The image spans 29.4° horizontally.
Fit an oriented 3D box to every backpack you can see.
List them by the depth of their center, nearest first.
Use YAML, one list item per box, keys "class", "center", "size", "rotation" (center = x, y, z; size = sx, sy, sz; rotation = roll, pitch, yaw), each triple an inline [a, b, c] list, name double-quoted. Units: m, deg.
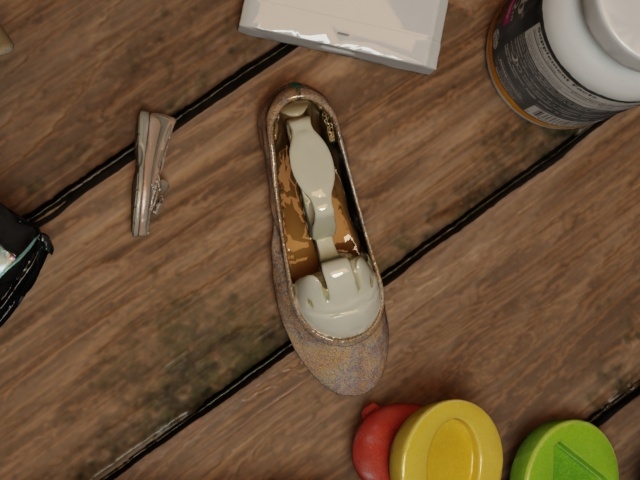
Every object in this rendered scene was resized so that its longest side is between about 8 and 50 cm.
- class: "backpack"
  center: [-0.348, 0.041, 1.091]
  size: [0.144, 0.166, 0.188]
  rotation: [34, 82, -8]

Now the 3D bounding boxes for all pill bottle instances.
- class: "pill bottle"
  center: [0.267, -0.199, 1.138]
  size: [0.162, 0.278, 0.162]
  rotation: [1, 86, -9]

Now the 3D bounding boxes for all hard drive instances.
- class: "hard drive"
  center: [0.045, -0.340, 1.235]
  size: [0.203, 0.040, 0.307]
  rotation: [12, 86, -8]

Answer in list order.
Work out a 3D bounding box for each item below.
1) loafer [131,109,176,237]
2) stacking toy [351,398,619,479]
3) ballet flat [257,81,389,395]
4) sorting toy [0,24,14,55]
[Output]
- class: "loafer"
  center: [-0.162, -0.064, 1.188]
  size: [0.039, 0.045, 0.125]
  rotation: [4, 84, -15]
- class: "stacking toy"
  center: [0.151, 0.301, 1.207]
  size: [0.280, 0.130, 0.308]
  rotation: [1, 89, -34]
- class: "ballet flat"
  center: [0.000, 0.000, 1.175]
  size: [0.108, 0.106, 0.316]
  rotation: [-16, 89, -9]
- class: "sorting toy"
  center: [-0.395, -0.152, 1.081]
  size: [0.229, 0.041, 0.307]
  rotation: [-33, 58, -10]
